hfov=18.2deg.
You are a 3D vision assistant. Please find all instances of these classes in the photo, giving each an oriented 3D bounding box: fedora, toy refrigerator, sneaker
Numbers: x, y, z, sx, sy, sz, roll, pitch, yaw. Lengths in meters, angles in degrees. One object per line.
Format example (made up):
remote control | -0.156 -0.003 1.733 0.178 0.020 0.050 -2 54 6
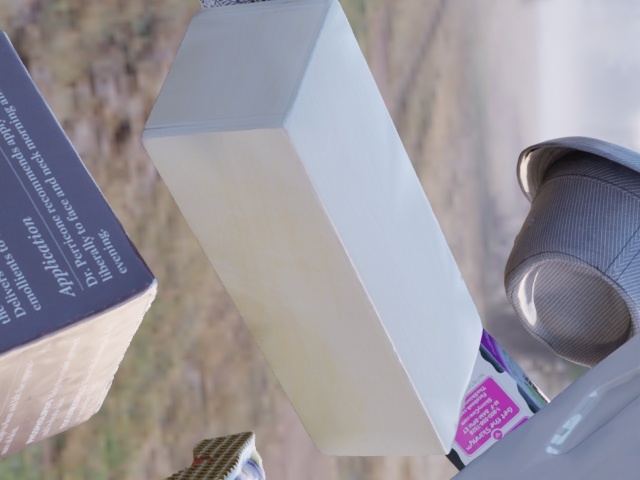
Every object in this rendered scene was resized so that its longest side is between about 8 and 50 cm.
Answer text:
fedora | 0.243 0.031 1.721 0.124 0.243 0.275 -49 -178 -18
toy refrigerator | 0.000 0.000 1.112 0.269 0.094 0.102 63 34 -42
sneaker | -0.080 0.215 1.596 0.185 0.069 0.084 -42 118 -70

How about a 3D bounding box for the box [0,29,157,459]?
box | -0.222 0.028 1.014 0.168 0.203 0.167 58 -30 16

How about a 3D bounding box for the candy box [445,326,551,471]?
candy box | 0.111 0.115 1.340 0.233 0.071 0.159 47 5 -2

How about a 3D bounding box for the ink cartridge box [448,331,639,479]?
ink cartridge box | 0.211 0.189 0.865 0.306 0.226 0.131 54 -5 -25

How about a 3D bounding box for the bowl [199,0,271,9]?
bowl | -0.049 -0.248 1.854 0.170 0.080 0.170 44 -31 35
